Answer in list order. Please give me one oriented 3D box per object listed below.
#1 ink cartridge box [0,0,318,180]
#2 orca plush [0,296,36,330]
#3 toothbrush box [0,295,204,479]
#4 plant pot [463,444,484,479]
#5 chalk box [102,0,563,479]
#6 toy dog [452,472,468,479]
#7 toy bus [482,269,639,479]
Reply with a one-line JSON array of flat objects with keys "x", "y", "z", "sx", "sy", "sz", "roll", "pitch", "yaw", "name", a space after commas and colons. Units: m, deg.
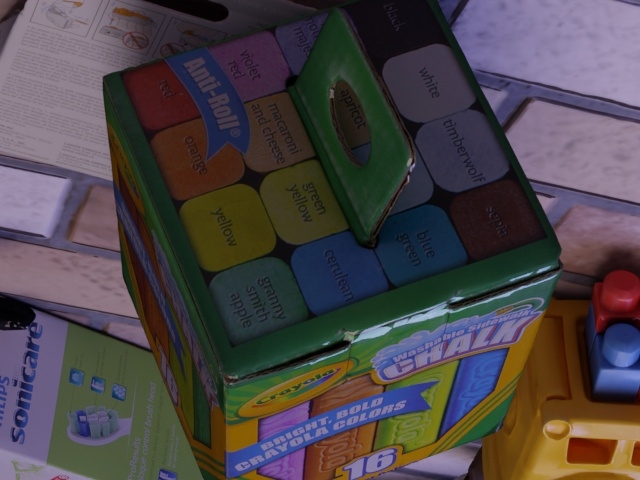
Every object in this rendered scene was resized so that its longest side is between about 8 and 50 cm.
[{"x": -0.100, "y": -0.099, "z": 0.935, "sx": 0.145, "sy": 0.045, "sz": 0.179, "roll": 15, "pitch": 140, "yaw": -18, "name": "ink cartridge box"}, {"x": -0.273, "y": -0.019, "z": 1.039, "sx": 0.102, "sy": 0.151, "sz": 0.287, "roll": -43, "pitch": 131, "yaw": 14, "name": "orca plush"}, {"x": -0.189, "y": 0.169, "z": 1.358, "sx": 0.283, "sy": 0.122, "sz": 0.206, "roll": 26, "pitch": 145, "yaw": -32, "name": "toothbrush box"}, {"x": 0.184, "y": 0.212, "z": 1.316, "sx": 0.165, "sy": 0.167, "sz": 0.167, "roll": 30, "pitch": 153, "yaw": 8, "name": "plant pot"}, {"x": 0.000, "y": 0.000, "z": 0.892, "sx": 0.179, "sy": 0.180, "sz": 0.289, "roll": -19, "pitch": 155, "yaw": -11, "name": "chalk box"}, {"x": 0.025, "y": 0.393, "z": 1.489, "sx": 0.408, "sy": 0.284, "sz": 0.395, "roll": -10, "pitch": 138, "yaw": -19, "name": "toy dog"}, {"x": 0.234, "y": 0.107, "z": 1.179, "sx": 0.220, "sy": 0.149, "sz": 0.211, "roll": 4, "pitch": 136, "yaw": -4, "name": "toy bus"}]
